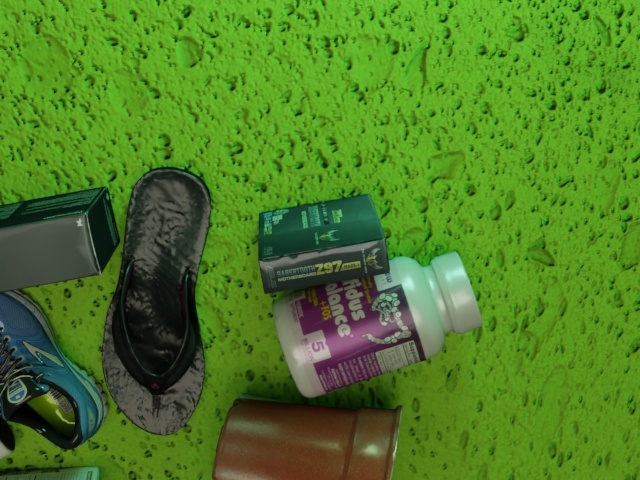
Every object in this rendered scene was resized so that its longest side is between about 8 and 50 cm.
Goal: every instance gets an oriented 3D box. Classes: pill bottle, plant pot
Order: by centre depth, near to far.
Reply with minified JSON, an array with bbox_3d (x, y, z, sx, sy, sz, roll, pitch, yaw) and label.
[{"bbox_3d":[-0.024,0.367,1.593,0.265,0.272,0.272,10,103,5],"label":"plant pot"},{"bbox_3d":[0.090,0.123,1.597,0.302,0.169,0.169,-20,103,2],"label":"pill bottle"}]

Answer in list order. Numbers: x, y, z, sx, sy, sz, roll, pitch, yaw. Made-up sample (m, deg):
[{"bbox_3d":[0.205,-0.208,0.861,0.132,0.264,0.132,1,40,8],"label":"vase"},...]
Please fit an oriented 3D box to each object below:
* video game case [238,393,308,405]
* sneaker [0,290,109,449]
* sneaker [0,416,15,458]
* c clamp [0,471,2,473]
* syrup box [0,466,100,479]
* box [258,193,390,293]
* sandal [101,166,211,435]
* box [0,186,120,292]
[{"bbox_3d":[-0.050,0.368,1.725,0.212,0.023,0.193,11,103,-5],"label":"video game case"},{"bbox_3d":[-0.469,0.197,1.608,0.130,0.147,0.330,-42,101,8],"label":"sneaker"},{"bbox_3d":[-0.623,0.256,1.637,0.123,0.106,0.290,-30,104,3],"label":"sneaker"},{"bbox_3d":[-0.596,0.423,1.725,0.137,0.022,0.160,-44,100,2],"label":"c clamp"},{"bbox_3d":[-0.482,0.440,1.681,0.237,0.096,0.093,-2,103,-9],"label":"syrup box"},{"bbox_3d":[0.000,0.000,1.531,0.183,0.232,0.059,-9,110,1],"label":"box"},{"bbox_3d":[-0.263,0.108,1.613,0.168,0.107,0.445,4,104,-3],"label":"sandal"},{"bbox_3d":[-0.453,0.005,1.544,0.261,0.184,0.103,-10,103,1],"label":"box"}]
